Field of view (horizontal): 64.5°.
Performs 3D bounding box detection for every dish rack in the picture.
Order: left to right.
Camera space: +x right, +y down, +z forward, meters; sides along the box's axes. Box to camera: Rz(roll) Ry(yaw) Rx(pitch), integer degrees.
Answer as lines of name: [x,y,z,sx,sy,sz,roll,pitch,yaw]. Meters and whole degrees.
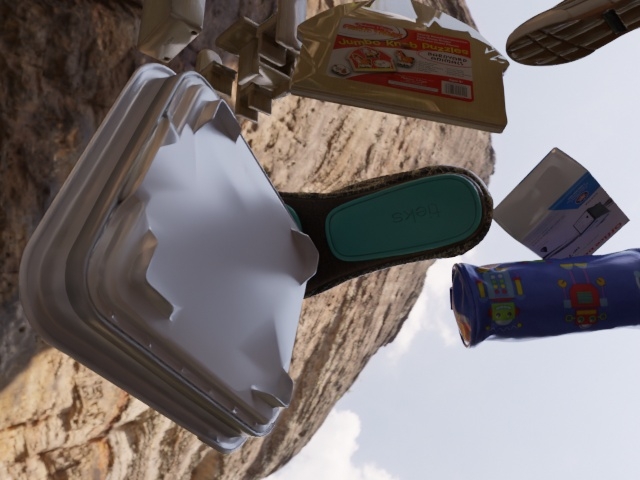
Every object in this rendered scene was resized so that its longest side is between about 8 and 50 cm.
dish rack: [-0.091,0.025,0.492,0.072,0.333,0.286,-5,-129,23]

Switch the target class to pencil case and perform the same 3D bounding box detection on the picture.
pencil case: [0.332,0.077,0.706,0.305,0.133,0.120,-5,-88,-2]

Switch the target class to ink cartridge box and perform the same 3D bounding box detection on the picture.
ink cartridge box: [0.382,-0.038,0.806,0.140,0.190,0.082,-50,-139,18]

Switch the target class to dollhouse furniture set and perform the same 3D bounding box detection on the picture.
dollhouse furniture set: [-0.115,-0.309,0.720,0.212,0.242,0.161,-13,-111,46]

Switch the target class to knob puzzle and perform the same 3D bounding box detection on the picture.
knob puzzle: [0.072,-0.165,0.461,0.213,0.213,0.030,39,-35,24]

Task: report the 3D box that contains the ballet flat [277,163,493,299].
ballet flat: [0.000,0.000,0.744,0.482,0.182,0.164,-10,-95,7]

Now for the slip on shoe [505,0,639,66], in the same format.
slip on shoe: [0.211,-0.179,0.391,0.135,0.051,0.041,-15,-124,47]
